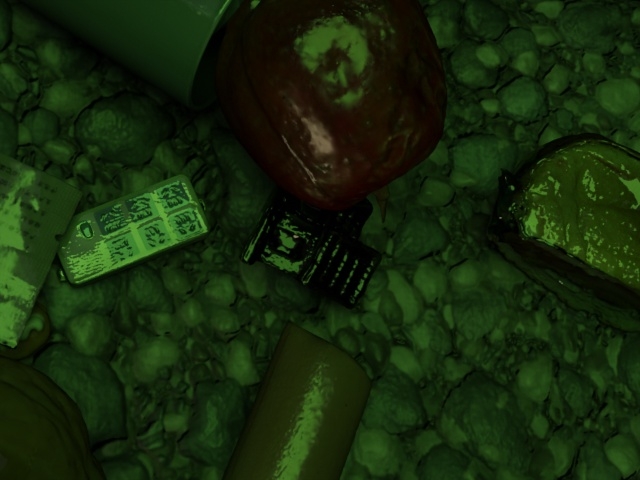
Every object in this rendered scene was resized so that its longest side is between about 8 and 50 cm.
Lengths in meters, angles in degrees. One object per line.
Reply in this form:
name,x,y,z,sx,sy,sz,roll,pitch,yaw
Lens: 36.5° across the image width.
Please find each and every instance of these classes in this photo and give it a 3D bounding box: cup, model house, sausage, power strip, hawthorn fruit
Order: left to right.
power strip,-0.224,-0.011,1.141,0.192,0.035,0.081,-22,81,-16
cup,-0.219,-0.315,1.125,0.312,0.205,0.205,32,72,5
sausage,-0.029,0.226,1.070,0.123,0.123,0.252,23,74,-4
model house,0.003,-0.006,1.144,0.152,0.106,0.165,28,77,-1
hawthorn fruit,0.017,-0.170,1.040,0.258,0.258,0.261,-28,74,-16

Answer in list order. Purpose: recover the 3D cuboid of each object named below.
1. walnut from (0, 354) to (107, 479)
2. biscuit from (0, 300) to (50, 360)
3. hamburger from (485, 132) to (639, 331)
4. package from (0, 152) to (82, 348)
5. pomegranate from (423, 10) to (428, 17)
walnut,-0.370,0.248,0.918,0.344,0.306,0.306,6,75,1
biscuit,-0.453,-0.005,1.091,0.216,0.047,0.339,-18,80,-15
hamburger,0.357,-0.028,1.202,0.309,0.132,0.211,28,72,-3
package,-0.412,-0.016,1.047,0.251,0.062,0.203,20,74,-7
pomegranate,0.045,-0.287,1.215,0.191,0.131,0.152,-21,89,-26
